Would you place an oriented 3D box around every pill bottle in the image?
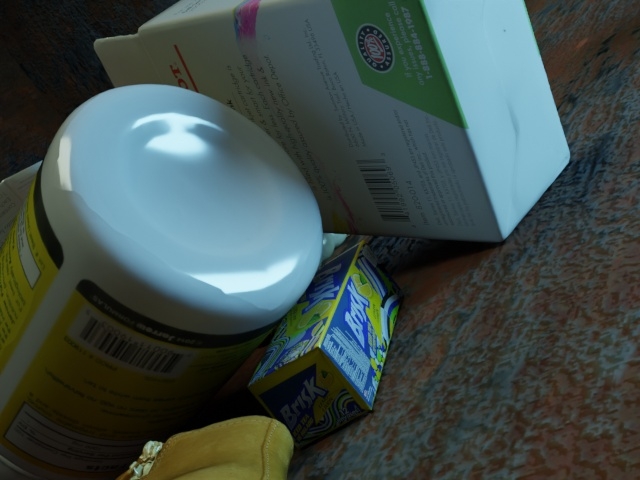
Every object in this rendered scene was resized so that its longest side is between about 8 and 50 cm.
[{"bbox_3d":[-0.154,0.061,0.682,0.334,0.188,0.188,-49,1,40],"label":"pill bottle"}]

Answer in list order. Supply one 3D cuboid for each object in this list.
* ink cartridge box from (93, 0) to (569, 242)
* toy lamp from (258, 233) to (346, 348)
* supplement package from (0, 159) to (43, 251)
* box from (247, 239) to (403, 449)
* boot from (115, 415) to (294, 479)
[{"bbox_3d":[-0.005,-0.118,0.747,0.353,0.207,0.119,4,39,43],"label":"ink cartridge box"},{"bbox_3d":[0.000,0.000,0.850,0.080,0.080,0.275,-28,15,41],"label":"toy lamp"},{"bbox_3d":[-0.242,0.059,0.901,0.139,0.244,0.134,-41,9,12],"label":"supplement package"},{"bbox_3d":[0.009,0.063,0.621,0.059,0.054,0.169,-33,11,22],"label":"box"},{"bbox_3d":[-0.138,0.199,0.444,0.295,0.104,0.211,-31,6,6],"label":"boot"}]
